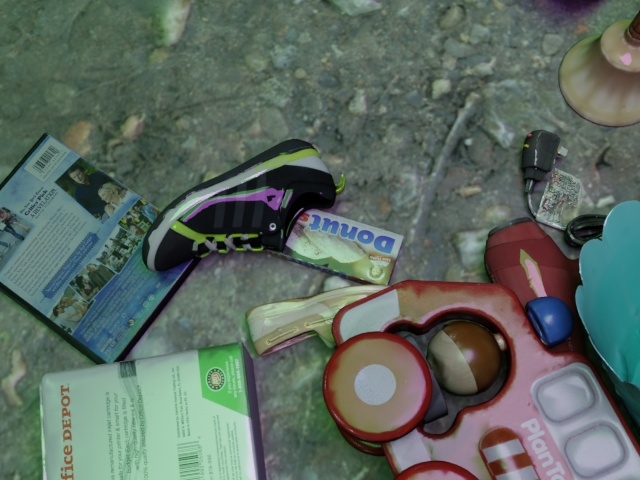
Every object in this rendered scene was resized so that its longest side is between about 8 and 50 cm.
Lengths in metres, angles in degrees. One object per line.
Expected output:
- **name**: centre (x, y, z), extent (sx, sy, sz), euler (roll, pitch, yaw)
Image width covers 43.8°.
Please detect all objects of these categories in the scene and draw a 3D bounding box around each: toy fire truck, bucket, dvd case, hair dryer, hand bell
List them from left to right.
- **dvd case**: centre (-0.280, 0.009, 0.918), extent (0.253, 0.022, 0.180), euler (33, 78, 13)
- **toy fire truck**: centre (0.150, 0.172, 0.755), extent (0.253, 0.169, 0.302), euler (-22, 69, -3)
- **hair dryer**: centre (0.288, 0.025, 0.849), extent (0.223, 0.080, 0.294), euler (21, 76, 8)
- **hand bell**: centre (0.342, -0.230, 0.844), extent (0.126, 0.242, 0.126), euler (-1, 72, 4)
- **bucket**: centre (0.382, 0.084, 0.709), extent (0.281, 0.183, 0.281), euler (-20, 39, 17)

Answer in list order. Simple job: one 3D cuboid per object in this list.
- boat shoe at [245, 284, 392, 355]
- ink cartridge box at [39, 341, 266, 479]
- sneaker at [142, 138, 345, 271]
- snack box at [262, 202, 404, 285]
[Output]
- **boat shoe**: centre (0.006, 0.088, 0.858), extent (0.170, 0.063, 0.059), euler (-13, 74, 9)
- **ink cartridge box**: centre (-0.168, 0.199, 0.814), extent (0.208, 0.087, 0.153), euler (-8, 72, 0)
- **sneaker**: centre (-0.080, -0.022, 0.859), extent (0.234, 0.084, 0.097), euler (-33, 72, -8)
- **snack box**: centre (0.000, 0.000, 0.904), extent (0.178, 0.022, 0.064), euler (17, 72, 9)
